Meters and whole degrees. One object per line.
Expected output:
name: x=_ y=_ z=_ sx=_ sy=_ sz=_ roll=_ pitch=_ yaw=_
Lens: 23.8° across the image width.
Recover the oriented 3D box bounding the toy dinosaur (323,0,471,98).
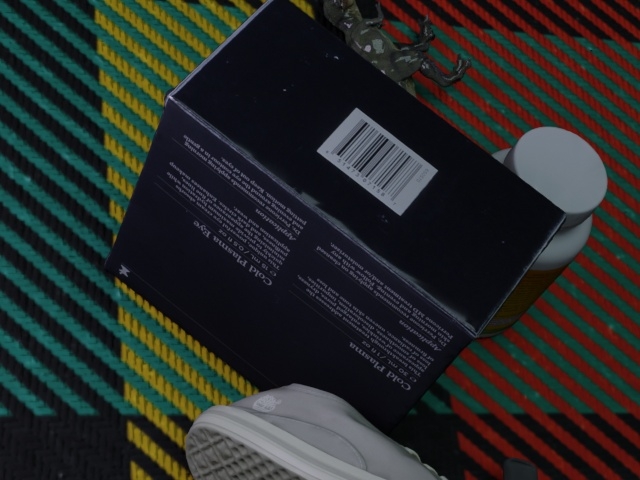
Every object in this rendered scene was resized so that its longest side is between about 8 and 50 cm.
toy dinosaur: x=0.101 y=-0.207 z=1.777 sx=0.118 sy=0.064 sz=0.268 roll=-23 pitch=73 yaw=-23

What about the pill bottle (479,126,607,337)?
pill bottle: x=0.197 y=-0.010 z=1.576 sx=0.136 sy=0.246 sz=0.136 roll=9 pitch=58 yaw=-15

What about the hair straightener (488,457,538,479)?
hair straightener: x=0.198 y=0.298 z=1.454 sx=0.047 sy=0.089 sz=0.230 roll=20 pitch=39 yaw=-12

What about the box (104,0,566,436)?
box: x=0.000 y=0.000 z=1.458 sx=0.343 sy=0.312 sz=0.179 roll=38 pitch=55 yaw=4

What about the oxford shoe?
oxford shoe: x=0.077 y=0.254 z=1.364 sx=0.449 sy=0.169 sz=0.130 roll=27 pitch=40 yaw=31
